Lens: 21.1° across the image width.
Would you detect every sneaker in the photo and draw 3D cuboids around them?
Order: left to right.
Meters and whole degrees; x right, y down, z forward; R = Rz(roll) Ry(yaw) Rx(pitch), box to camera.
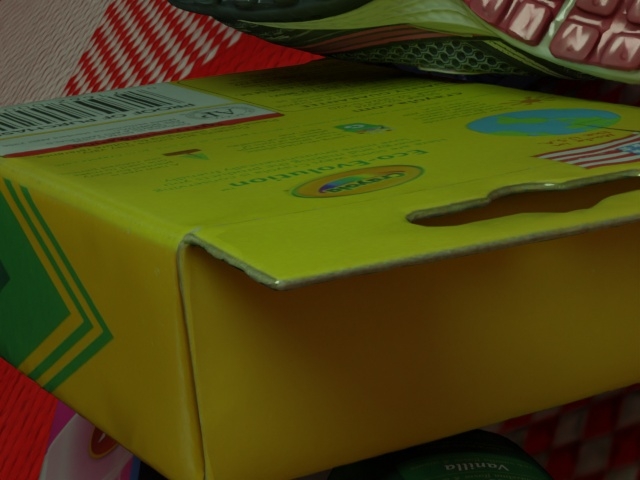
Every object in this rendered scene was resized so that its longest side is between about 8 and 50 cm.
[{"bbox_3d":[0.074,-0.118,0.653,0.299,0.112,0.121,12,86,27],"label":"sneaker"}]

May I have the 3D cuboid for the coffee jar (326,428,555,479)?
[{"bbox_3d":[0.057,0.120,0.460,0.184,0.079,0.096,-147,64,-68],"label":"coffee jar"}]

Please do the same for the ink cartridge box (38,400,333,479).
[{"bbox_3d":[-0.055,0.086,0.781,0.176,0.069,0.371,-41,23,27],"label":"ink cartridge box"}]

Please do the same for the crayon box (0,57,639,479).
[{"bbox_3d":[0.000,0.000,0.589,0.318,0.202,0.081,20,117,61],"label":"crayon box"}]

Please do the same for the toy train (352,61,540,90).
[{"bbox_3d":[0.080,-0.112,0.787,0.184,0.080,0.105,-33,35,40],"label":"toy train"}]
